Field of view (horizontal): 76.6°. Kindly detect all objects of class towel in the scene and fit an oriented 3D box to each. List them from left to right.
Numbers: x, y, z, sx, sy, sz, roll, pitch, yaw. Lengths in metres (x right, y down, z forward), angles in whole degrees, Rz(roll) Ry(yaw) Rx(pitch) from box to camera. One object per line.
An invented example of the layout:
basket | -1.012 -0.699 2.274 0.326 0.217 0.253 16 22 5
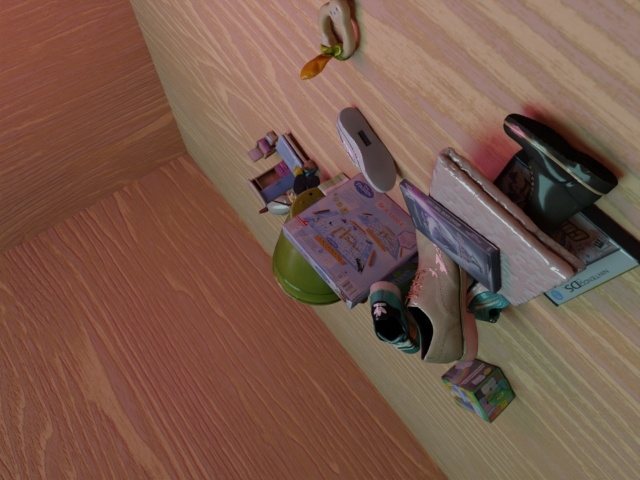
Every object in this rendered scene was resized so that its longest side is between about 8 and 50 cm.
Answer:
towel | 0.078 -0.161 1.353 0.152 0.113 0.023 47 154 27
towel | 0.346 -0.014 0.843 0.317 0.053 0.332 49 177 19

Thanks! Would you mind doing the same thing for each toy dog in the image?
toy dog | -0.196 -0.157 1.986 0.220 0.161 0.334 58 162 -10

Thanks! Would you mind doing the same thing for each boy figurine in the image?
boy figurine | -0.038 -0.171 1.619 0.285 0.178 0.092 72 -156 -78

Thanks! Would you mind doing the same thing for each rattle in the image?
rattle | 0.002 -0.489 0.918 0.199 0.143 0.130 88 161 -70

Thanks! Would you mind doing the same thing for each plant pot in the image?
plant pot | 0.000 0.000 1.489 0.366 0.367 0.352 47 155 23

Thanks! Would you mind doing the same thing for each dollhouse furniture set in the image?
dollhouse furniture set | -0.195 -0.313 1.640 0.286 0.198 0.303 54 162 0

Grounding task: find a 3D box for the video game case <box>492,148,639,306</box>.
video game case | 0.442 -0.013 0.811 0.274 0.035 0.248 49 162 18

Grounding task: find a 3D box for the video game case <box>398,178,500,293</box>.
video game case | 0.296 -0.010 0.930 0.274 0.026 0.196 49 178 38

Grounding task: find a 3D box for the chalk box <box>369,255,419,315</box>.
chalk box | 0.297 0.162 1.280 0.289 0.179 0.180 17 138 61

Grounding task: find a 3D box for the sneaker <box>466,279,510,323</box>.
sneaker | 0.433 0.192 1.115 0.110 0.107 0.275 38 158 20

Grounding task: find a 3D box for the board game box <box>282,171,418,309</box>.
board game box | 0.107 -0.012 1.214 0.318 0.318 0.065 48 162 22

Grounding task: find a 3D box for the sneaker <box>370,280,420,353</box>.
sneaker | 0.206 0.249 1.123 0.108 0.120 0.302 -13 131 27

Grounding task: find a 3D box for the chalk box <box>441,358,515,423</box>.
chalk box | 0.536 0.494 1.342 0.132 0.133 0.213 59 163 -11

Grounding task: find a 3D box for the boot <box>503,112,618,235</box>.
boot | 0.365 -0.110 0.694 0.198 0.077 0.137 49 140 20

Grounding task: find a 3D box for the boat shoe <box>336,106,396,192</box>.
boat shoe | 0.126 -0.246 1.136 0.257 0.095 0.084 65 167 3

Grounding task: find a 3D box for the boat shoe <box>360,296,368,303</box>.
boat shoe | 0.173 0.192 1.794 0.095 0.095 0.257 24 145 48

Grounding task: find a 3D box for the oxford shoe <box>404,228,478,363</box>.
oxford shoe | 0.293 0.121 1.060 0.140 0.147 0.396 113 150 -69
